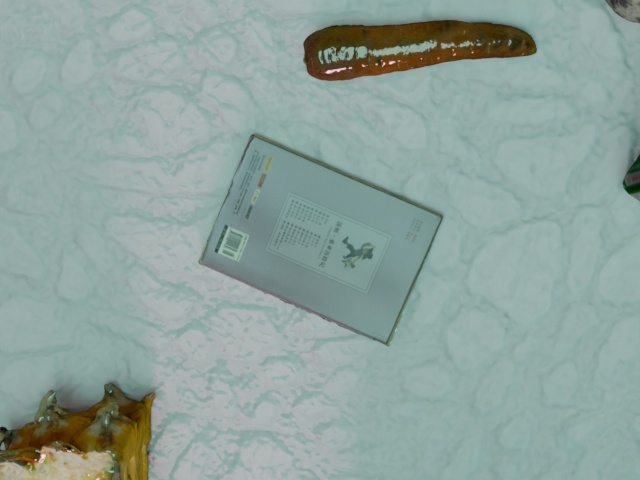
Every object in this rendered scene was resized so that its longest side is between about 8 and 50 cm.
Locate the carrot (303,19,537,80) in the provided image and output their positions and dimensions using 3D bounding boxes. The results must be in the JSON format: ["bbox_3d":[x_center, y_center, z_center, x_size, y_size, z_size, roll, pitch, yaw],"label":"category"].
[{"bbox_3d":[0.080,-0.159,1.202,0.191,0.047,0.047,-6,101,2],"label":"carrot"}]

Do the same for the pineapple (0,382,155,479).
[{"bbox_3d":[-0.224,0.236,1.301,0.236,0.114,0.186,-41,95,23],"label":"pineapple"}]

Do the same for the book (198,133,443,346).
[{"bbox_3d":[0.000,0.000,1.258,0.181,0.014,0.127,23,104,2],"label":"book"}]

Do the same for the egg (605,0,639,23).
[{"bbox_3d":[0.277,-0.239,1.112,0.132,0.132,0.172,33,115,-1],"label":"egg"}]

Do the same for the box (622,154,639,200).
[{"bbox_3d":[0.338,-0.038,1.089,0.180,0.250,0.103,33,88,2],"label":"box"}]
